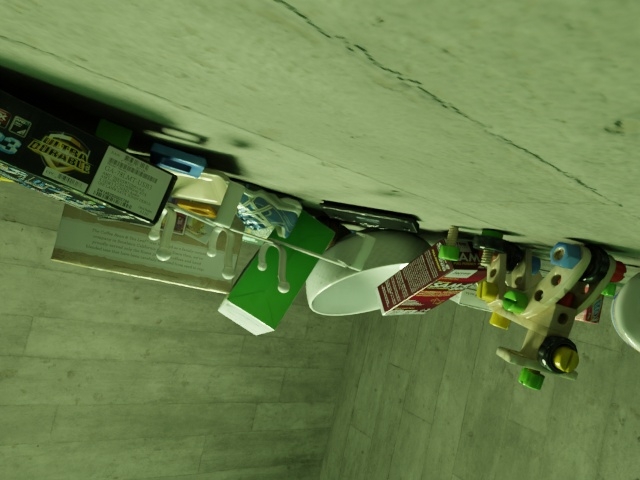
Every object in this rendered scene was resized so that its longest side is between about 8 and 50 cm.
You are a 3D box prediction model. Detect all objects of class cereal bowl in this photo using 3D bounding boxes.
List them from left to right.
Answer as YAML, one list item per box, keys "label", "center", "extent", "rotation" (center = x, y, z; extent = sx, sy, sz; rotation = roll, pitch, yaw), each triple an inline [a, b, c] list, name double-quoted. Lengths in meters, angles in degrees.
- label: "cereal bowl"
  center: [0.121, 0.067, 1.110]
  extent: [0.339, 0.141, 0.339]
  rotation: [-11, 154, -6]

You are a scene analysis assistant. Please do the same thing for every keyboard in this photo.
- label: "keyboard"
  center: [0.095, -0.044, 0.843]
  extent: [0.180, 0.023, 0.108]
  rotation: [12, 171, 21]

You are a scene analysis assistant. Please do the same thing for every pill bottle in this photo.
- label: "pill bottle"
  center: [0.598, 0.130, 0.774]
  extent: [0.153, 0.152, 0.272]
  rotation: [11, 177, 33]

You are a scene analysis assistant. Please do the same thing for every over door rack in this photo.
- label: "over door rack"
  center: [-0.117, 0.010, 0.703]
  extent: [0.240, 0.108, 0.324]
  rotation: [19, 167, -33]

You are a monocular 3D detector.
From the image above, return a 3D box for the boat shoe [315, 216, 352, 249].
- label: "boat shoe"
  center: [0.000, 0.000, 1.267]
  extent: [0.105, 0.110, 0.307]
  rotation: [14, 177, -15]

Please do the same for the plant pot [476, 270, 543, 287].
- label: "plant pot"
  center: [0.407, 0.079, 0.957]
  extent: [0.109, 0.096, 0.109]
  rotation: [59, 165, -10]

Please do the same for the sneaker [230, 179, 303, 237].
- label: "sneaker"
  center: [-0.133, -0.063, 0.848]
  extent: [0.211, 0.081, 0.080]
  rotation: [15, 178, -25]

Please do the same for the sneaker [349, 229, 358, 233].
- label: "sneaker"
  center: [0.076, -0.010, 1.388]
  extent: [0.188, 0.066, 0.078]
  rotation: [9, -162, 24]

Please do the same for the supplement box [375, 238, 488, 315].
- label: "supplement box"
  center: [0.240, 0.086, 0.958]
  extent: [0.130, 0.073, 0.239]
  rotation: [3, 149, -30]

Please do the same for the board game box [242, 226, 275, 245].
- label: "board game box"
  center: [-0.172, -0.029, 1.506]
  extent: [0.186, 0.126, 0.026]
  rotation: [14, -140, -21]

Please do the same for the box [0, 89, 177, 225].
- label: "box"
  center: [-0.363, -0.109, 0.530]
  extent: [0.293, 0.073, 0.296]
  rotation: [29, 167, -35]

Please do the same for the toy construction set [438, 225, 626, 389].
- label: "toy construction set"
  center: [0.388, 0.128, 0.785]
  extent: [0.309, 0.237, 0.258]
  rotation: [14, 177, -37]

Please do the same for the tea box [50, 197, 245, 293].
- label: "tea box"
  center: [-0.356, -0.035, 0.982]
  extent: [0.329, 0.219, 0.323]
  rotation: [14, 176, -18]

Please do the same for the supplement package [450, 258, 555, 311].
- label: "supplement package"
  center: [0.456, 0.111, 1.141]
  extent: [0.204, 0.145, 0.262]
  rotation: [12, 177, 12]

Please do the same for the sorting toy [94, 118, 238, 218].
- label: "sorting toy"
  center: [-0.221, -0.100, 0.677]
  extent: [0.196, 0.047, 0.347]
  rotation: [14, 169, -5]

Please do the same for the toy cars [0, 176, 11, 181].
- label: "toy cars"
  center: [-0.695, -0.175, 1.143]
  extent: [0.394, 0.087, 0.176]
  rotation: [9, -178, 12]

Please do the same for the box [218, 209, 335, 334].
- label: "box"
  center: [-0.113, 0.076, 1.044]
  extent: [0.127, 0.261, 0.231]
  rotation: [35, 158, -6]

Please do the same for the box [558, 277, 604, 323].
- label: "box"
  center: [0.663, 0.152, 1.294]
  extent: [0.128, 0.122, 0.257]
  rotation: [16, 176, -43]
